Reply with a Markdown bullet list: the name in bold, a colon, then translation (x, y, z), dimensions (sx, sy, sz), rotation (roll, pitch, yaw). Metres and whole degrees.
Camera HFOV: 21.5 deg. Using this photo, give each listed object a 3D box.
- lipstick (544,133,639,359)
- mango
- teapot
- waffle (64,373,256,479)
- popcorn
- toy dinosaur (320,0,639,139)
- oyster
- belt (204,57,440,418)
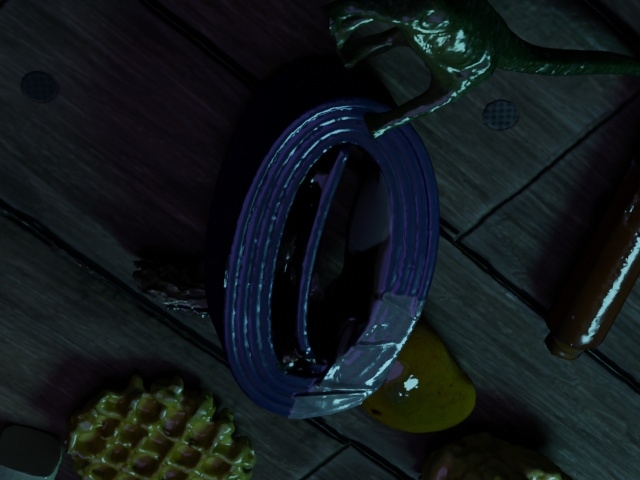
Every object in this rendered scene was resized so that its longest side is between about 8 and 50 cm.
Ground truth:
- **lipstick**: translation (0.327, -0.038, 1.704), dimensions (0.077, 0.077, 0.418), rotation (14, 127, -12)
- **mango**: translation (0.093, 0.150, 1.837), dimensions (0.115, 0.090, 0.178), rotation (-29, 131, 10)
- **teapot**: translation (-0.372, 0.306, 1.946), dimensions (0.107, 0.077, 0.200), rotation (16, 125, -8)
- **waffle**: translation (-0.201, 0.255, 1.926), dimensions (0.249, 0.056, 0.253), rotation (-22, 127, 13)
- **popcorn**: translation (0.210, 0.295, 1.908), dimensions (0.194, 0.163, 0.140), rotation (32, 105, -10)
- **toy dinosaur**: translation (0.158, -0.207, 1.487), dimensions (0.301, 0.087, 0.447), rotation (-19, 145, 3)
- **oyster**: translation (-0.103, 0.037, 1.759), dimensions (0.200, 0.106, 0.061), rotation (-2, 120, -28)
- **belt**: translation (0.000, 0.000, 1.661), dimensions (0.212, 0.117, 0.346), rotation (2, 115, -17)
